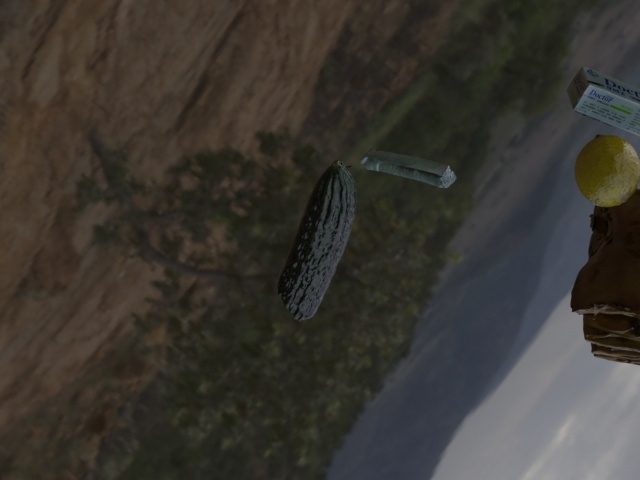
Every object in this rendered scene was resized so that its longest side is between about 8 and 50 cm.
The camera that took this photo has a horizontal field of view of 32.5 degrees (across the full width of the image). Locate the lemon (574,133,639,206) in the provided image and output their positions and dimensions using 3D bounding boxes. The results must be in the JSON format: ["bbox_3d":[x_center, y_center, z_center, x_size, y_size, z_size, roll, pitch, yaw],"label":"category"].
[{"bbox_3d":[0.478,-0.117,1.830,0.109,0.133,0.109,-8,153,-4],"label":"lemon"}]

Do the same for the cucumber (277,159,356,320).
[{"bbox_3d":[0.001,0.000,1.573,0.077,0.077,0.265,-41,161,-49],"label":"cucumber"}]

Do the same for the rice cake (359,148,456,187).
[{"bbox_3d":[0.164,-0.138,2.086,0.043,0.211,0.034,-39,129,-32],"label":"rice cake"}]

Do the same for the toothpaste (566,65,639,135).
[{"bbox_3d":[0.645,-0.239,2.141,0.081,0.337,0.067,-90,-157,-54],"label":"toothpaste"}]

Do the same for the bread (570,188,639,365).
[{"bbox_3d":[0.587,0.054,1.940,0.167,0.277,0.324,26,72,-47],"label":"bread"}]
